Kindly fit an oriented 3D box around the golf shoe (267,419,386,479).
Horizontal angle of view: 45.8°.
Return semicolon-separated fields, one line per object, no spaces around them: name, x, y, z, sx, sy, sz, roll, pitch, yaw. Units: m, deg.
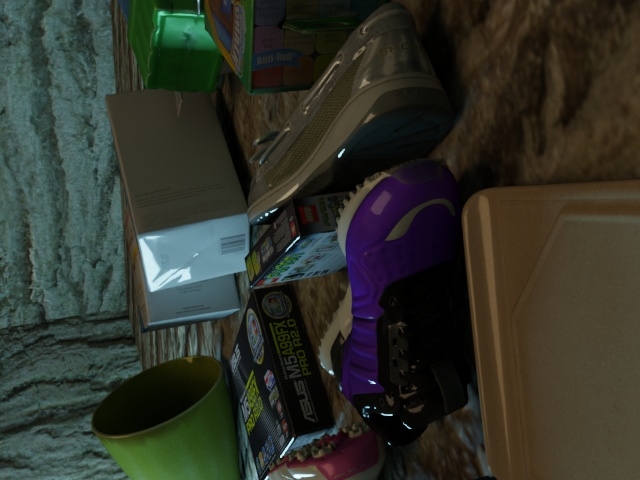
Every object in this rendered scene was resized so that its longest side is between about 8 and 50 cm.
golf shoe;0.024;0.287;0.859;0.140;0.115;0.306;65;163;14

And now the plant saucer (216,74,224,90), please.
plant saucer;-0.187;-0.313;1.281;0.119;0.021;0.119;172;90;-70

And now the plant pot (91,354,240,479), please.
plant pot;-0.277;0.432;1.540;0.275;0.275;0.293;26;138;66

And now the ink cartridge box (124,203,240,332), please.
ink cartridge box;-0.267;0.039;1.429;0.171;0.168;0.232;144;116;-69

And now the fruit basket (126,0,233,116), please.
fruit basket;-0.191;-0.414;1.125;0.327;0.166;0.353;123;150;-61

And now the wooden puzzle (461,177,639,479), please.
wooden puzzle;0.164;0.074;0.444;0.239;0.044;0.220;-173;76;-73

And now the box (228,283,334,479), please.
box;-0.068;0.222;1.123;0.270;0.060;0.216;115;141;-56

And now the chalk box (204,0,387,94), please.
chalk box;-0.020;-0.222;0.708;0.213;0.132;0.132;-120;29;-48

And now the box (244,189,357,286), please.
box;0.000;0.000;0.770;0.207;0.114;0.036;138;122;-66

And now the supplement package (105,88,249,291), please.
supplement package;-0.238;-0.096;1.263;0.177;0.175;0.292;99;154;-57

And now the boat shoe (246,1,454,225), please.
boat shoe;0.010;-0.092;0.713;0.320;0.118;0.103;139;123;-62

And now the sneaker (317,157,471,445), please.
sneaker;0.080;0.070;0.624;0.293;0.102;0.146;97;151;-47

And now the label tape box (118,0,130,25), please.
label tape box;-0.323;-0.590;1.410;0.347;0.115;0.249;104;150;-41

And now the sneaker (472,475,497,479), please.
sneaker;0.136;0.223;0.588;0.135;0.052;0.058;161;96;-70
